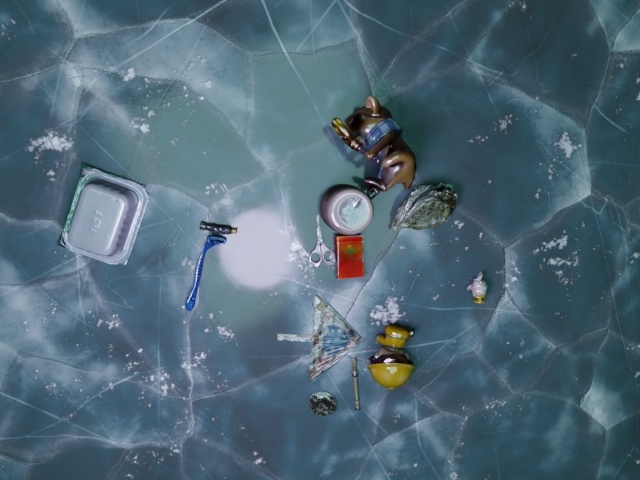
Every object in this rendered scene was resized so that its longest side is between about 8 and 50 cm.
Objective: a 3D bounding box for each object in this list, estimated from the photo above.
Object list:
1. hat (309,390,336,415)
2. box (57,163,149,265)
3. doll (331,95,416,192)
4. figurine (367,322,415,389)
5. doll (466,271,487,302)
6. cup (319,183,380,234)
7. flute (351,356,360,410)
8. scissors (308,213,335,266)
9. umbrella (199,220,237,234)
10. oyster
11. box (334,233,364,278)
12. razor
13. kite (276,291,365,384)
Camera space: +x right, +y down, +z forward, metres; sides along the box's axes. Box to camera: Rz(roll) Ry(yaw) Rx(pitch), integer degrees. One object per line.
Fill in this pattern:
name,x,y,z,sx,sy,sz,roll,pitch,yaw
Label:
hat,0.011,0.692,1.978,0.121,0.050,0.121,0,98,-3
box,-0.815,-0.083,1.754,0.264,0.106,0.336,20,95,-8
doll,0.215,-0.343,1.744,0.209,0.318,0.339,-34,73,24
figurine,0.290,0.470,1.917,0.193,0.167,0.256,5,96,7
doll,0.648,0.193,1.962,0.084,0.073,0.127,3,102,26
cup,0.127,-0.134,1.792,0.253,0.200,0.191,-35,100,0
flute,0.148,0.603,1.991,0.027,0.027,0.232,-6,99,-5
scissors,0.000,0.000,1.890,0.111,0.021,0.212,-7,100,-7
umbrella,-0.396,-0.045,1.835,0.144,0.037,0.040,9,84,-4
oyster,0.411,-0.135,1.878,0.268,0.112,0.198,-11,120,-12
box,0.114,0.062,1.890,0.112,0.048,0.175,-3,100,-13
razor,-0.470,0.124,1.850,0.056,0.093,0.324,29,101,31
kite,0.004,0.410,1.954,0.369,0.014,0.405,3,98,-7
